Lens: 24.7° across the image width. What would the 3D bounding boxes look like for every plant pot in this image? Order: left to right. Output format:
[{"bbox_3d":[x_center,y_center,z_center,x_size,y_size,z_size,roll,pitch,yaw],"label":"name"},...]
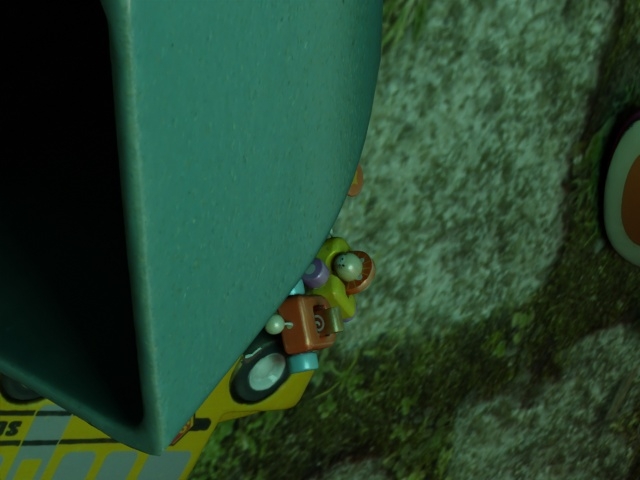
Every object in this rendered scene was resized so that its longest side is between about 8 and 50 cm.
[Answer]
[{"bbox_3d":[-0.094,-0.106,0.676,0.252,0.247,0.248,-42,146,-39],"label":"plant pot"}]

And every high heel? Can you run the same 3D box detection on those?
[{"bbox_3d":[0.354,-0.035,1.351,0.181,0.127,0.377,-66,148,-30],"label":"high heel"}]

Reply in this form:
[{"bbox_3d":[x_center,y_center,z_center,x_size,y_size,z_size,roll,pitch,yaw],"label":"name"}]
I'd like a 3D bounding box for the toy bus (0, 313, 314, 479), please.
[{"bbox_3d":[-0.157,0.081,0.868,0.333,0.108,0.130,7,115,-49],"label":"toy bus"}]

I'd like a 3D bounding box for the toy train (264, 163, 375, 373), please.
[{"bbox_3d":[0.000,0.000,0.929,0.046,0.166,0.125,-13,169,21],"label":"toy train"}]
